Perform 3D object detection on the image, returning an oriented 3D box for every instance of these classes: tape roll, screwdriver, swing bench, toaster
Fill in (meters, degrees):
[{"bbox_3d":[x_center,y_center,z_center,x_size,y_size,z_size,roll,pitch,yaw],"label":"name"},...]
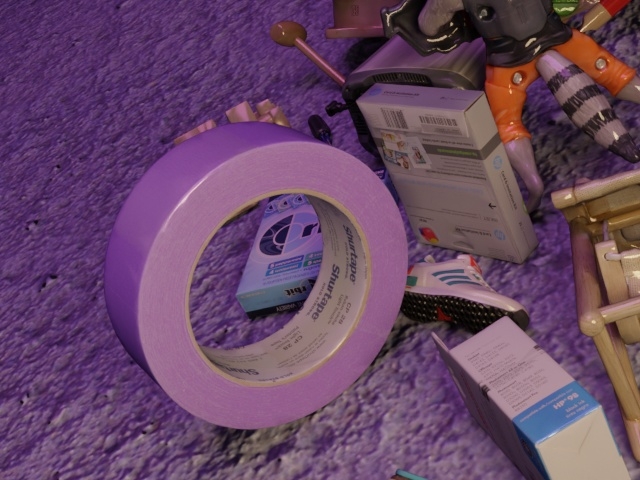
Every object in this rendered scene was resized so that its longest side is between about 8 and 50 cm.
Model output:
[{"bbox_3d":[-0.056,0.032,1.084,0.275,0.274,0.090,-37,33,-14],"label":"tape roll"},{"bbox_3d":[0.015,-0.116,1.503,0.024,0.025,0.170,-27,40,0],"label":"screwdriver"},{"bbox_3d":[0.332,0.008,0.931,0.253,0.165,0.254,-19,32,15],"label":"swing bench"},{"bbox_3d":[0.134,-0.179,1.393,0.227,0.129,0.146,5,40,39],"label":"toaster"}]

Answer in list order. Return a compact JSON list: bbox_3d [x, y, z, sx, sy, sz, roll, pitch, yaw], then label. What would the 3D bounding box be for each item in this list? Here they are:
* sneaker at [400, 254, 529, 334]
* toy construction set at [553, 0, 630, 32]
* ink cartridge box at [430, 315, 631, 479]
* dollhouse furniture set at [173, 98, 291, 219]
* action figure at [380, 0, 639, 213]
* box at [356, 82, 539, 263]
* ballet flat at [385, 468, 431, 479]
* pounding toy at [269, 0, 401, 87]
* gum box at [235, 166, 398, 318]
[{"bbox_3d":[0.141,0.044,1.124,0.161,0.057,0.075,8,52,48],"label":"sneaker"},{"bbox_3d":[0.256,-0.314,1.416,0.237,0.257,0.309,-43,29,11],"label":"toy construction set"},{"bbox_3d":[0.165,0.133,0.931,0.060,0.104,0.180,-31,32,-6],"label":"ink cartridge box"},{"bbox_3d":[-0.095,-0.102,1.549,0.144,0.123,0.151,-29,-4,-3],"label":"dollhouse furniture set"},{"bbox_3d":[0.250,-0.241,1.192,0.341,0.330,0.178,-31,6,5],"label":"action figure"},{"bbox_3d":[0.128,-0.068,1.174,0.145,0.186,0.038,12,47,47],"label":"box"},{"bbox_3d":[0.142,0.231,0.848,0.248,0.086,0.086,4,44,43],"label":"ballet flat"},{"bbox_3d":[0.079,-0.295,1.660,0.270,0.154,0.154,2,13,26],"label":"pounding toy"},{"bbox_3d":[0.000,0.000,1.313,0.157,0.041,0.184,-13,33,22],"label":"gum box"}]
